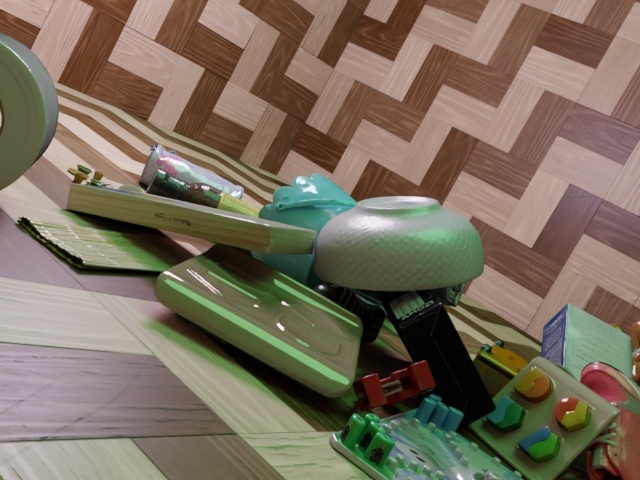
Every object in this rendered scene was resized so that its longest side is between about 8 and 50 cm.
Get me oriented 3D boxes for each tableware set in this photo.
[{"bbox_3d":[-0.511,-0.141,1.734,0.104,0.024,0.154,28,8,-8],"label":"tableware set"}]

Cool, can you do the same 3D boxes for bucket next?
[{"bbox_3d":[0.000,0.000,1.803,0.183,0.281,0.281,37,10,33],"label":"bucket"}]

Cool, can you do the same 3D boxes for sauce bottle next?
[{"bbox_3d":[-0.249,-0.069,1.886,0.344,0.111,0.111,28,7,-17],"label":"sauce bottle"}]

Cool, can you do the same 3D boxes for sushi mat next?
[{"bbox_3d":[-0.347,0.013,1.312,0.151,0.019,0.316,33,8,22],"label":"sushi mat"}]

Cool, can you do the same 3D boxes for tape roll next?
[{"bbox_3d":[-0.529,-0.197,1.178,0.246,0.246,0.169,27,7,-18],"label":"tape roll"}]

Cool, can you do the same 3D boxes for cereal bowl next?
[{"bbox_3d":[0.152,-0.007,1.549,0.339,0.141,0.339,-3,11,1],"label":"cereal bowl"}]

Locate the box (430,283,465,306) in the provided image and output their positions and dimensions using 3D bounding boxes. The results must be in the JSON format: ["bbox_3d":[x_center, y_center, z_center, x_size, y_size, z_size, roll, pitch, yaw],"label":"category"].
[{"bbox_3d":[0.201,0.072,2.118,0.307,0.076,0.242,30,-12,-29],"label":"box"}]

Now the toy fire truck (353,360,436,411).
[{"bbox_3d":[0.106,0.234,1.231,0.192,0.135,0.047,118,-45,-69],"label":"toy fire truck"}]

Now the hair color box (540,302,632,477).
[{"bbox_3d":[0.556,0.314,1.649,0.174,0.105,0.347,28,42,-4],"label":"hair color box"}]

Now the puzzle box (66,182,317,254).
[{"bbox_3d":[-0.236,-0.039,1.500,0.409,0.052,0.272,12,3,16],"label":"puzzle box"}]

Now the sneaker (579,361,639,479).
[{"bbox_3d":[0.522,0.361,1.380,0.136,0.116,0.314,9,58,-37],"label":"sneaker"}]

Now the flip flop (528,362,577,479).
[{"bbox_3d":[0.429,0.319,1.453,0.112,0.080,0.277,6,33,22],"label":"flip flop"}]

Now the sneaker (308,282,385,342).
[{"bbox_3d":[0.006,0.132,1.594,0.162,0.106,0.281,25,-5,33],"label":"sneaker"}]

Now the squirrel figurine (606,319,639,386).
[{"bbox_3d":[0.767,0.393,1.898,0.281,0.397,0.370,-7,-14,-38],"label":"squirrel figurine"}]

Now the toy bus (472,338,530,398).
[{"bbox_3d":[0.387,0.298,1.691,0.108,0.130,0.332,33,8,20],"label":"toy bus"}]

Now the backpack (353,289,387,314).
[{"bbox_3d":[0.111,0.112,1.985,0.158,0.117,0.173,28,-7,-18],"label":"backpack"}]

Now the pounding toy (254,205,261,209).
[{"bbox_3d":[-0.122,-0.018,2.133,0.181,0.094,0.206,25,-3,12],"label":"pounding toy"}]

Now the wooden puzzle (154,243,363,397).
[{"bbox_3d":[-0.090,0.131,1.279,0.322,0.080,0.348,29,12,2],"label":"wooden puzzle"}]

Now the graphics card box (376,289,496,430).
[{"bbox_3d":[0.207,0.187,1.530,0.233,0.094,0.371,62,0,-13],"label":"graphics card box"}]

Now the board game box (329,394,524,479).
[{"bbox_3d":[0.248,0.353,1.104,0.390,0.050,0.390,33,8,24],"label":"board game box"}]

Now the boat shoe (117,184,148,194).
[{"bbox_3d":[-0.389,-0.082,1.726,0.133,0.049,0.042,24,-22,12],"label":"boat shoe"}]

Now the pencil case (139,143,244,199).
[{"bbox_3d":[-0.341,-0.149,2.073,0.273,0.113,0.124,28,29,-12],"label":"pencil case"}]

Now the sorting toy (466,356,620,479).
[{"bbox_3d":[0.391,0.313,1.395,0.193,0.208,0.038,37,-20,49],"label":"sorting toy"}]
